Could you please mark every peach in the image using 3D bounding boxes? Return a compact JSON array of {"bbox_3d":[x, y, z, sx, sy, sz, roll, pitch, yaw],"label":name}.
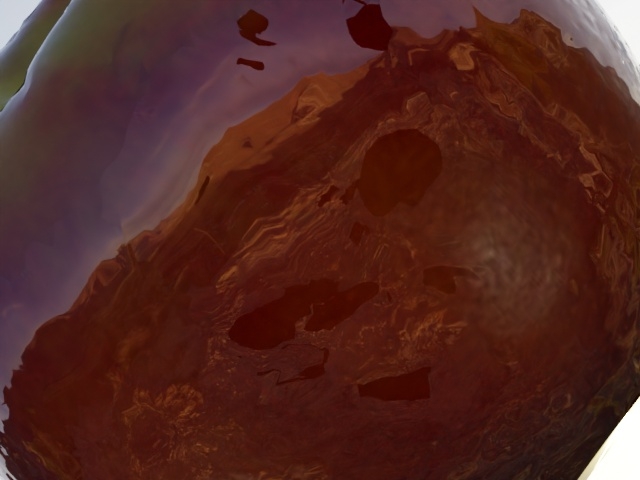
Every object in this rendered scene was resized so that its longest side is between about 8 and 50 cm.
[{"bbox_3d":[0.000,0.000,0.896,0.388,0.388,0.388,-32,-18,-12],"label":"peach"}]
